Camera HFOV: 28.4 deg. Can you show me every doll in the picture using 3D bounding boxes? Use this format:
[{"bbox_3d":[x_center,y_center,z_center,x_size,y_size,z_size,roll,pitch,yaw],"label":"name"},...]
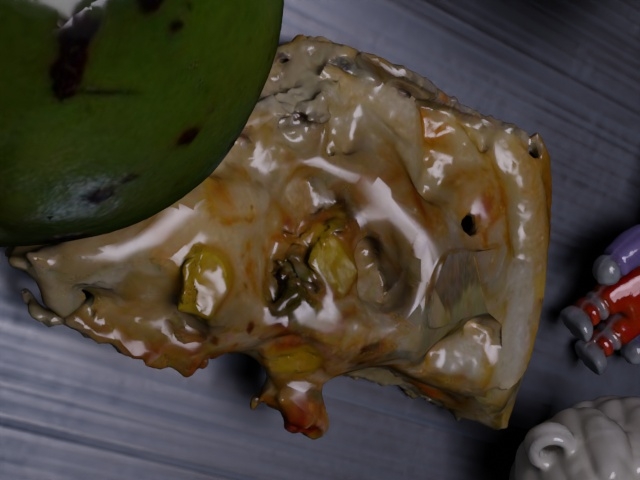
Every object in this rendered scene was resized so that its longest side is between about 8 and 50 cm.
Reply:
[{"bbox_3d":[0.206,0.184,0.736,0.293,0.138,0.119,43,35,-32],"label":"doll"},{"bbox_3d":[0.235,-0.010,0.748,0.227,0.075,0.102,-37,133,-10],"label":"doll"}]

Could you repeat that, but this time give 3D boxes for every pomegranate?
[{"bbox_3d":[-0.106,-0.112,0.466,0.202,0.202,0.248,35,49,-31],"label":"pomegranate"}]

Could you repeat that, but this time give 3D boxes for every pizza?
[{"bbox_3d":[0.000,0.000,0.602,0.297,0.071,0.189,14,91,-32],"label":"pizza"}]
